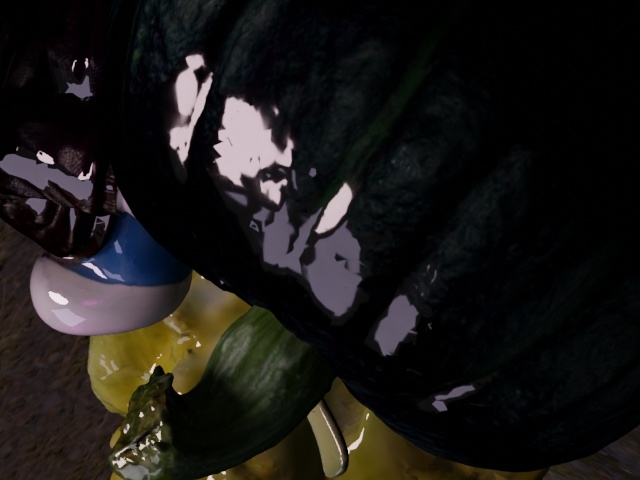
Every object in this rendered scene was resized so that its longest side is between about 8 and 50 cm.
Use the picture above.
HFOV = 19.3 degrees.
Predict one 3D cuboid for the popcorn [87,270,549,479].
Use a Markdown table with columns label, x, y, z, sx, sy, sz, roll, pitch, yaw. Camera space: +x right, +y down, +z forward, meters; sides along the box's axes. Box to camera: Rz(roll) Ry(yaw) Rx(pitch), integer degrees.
| label | x | y | z | sx | sy | sz | roll | pitch | yaw |
| --- | --- | --- | --- | --- | --- | --- | --- | --- | --- |
| popcorn | -0.006 | 0.099 | 1.112 | 0.293 | 0.293 | 0.237 | 46 | -163 | -25 |

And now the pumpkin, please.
| label | x | y | z | sx | sy | sz | roll | pitch | yaw |
| --- | --- | --- | --- | --- | --- | --- | --- | --- | --- |
| pumpkin | 0.014 | -0.006 | 0.675 | 0.248 | 0.248 | 0.248 | 38 | 168 | 10 |

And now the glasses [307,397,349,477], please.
| label | x | y | z | sx | sy | sz | roll | pitch | yaw |
| --- | --- | --- | --- | --- | --- | --- | --- | --- | --- |
| glasses | 0.030 | -0.009 | 0.866 | 0.102 | 0.207 | 0.239 | -18 | 132 | 32 |

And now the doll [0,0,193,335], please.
| label | x | y | z | sx | sy | sz | roll | pitch | yaw |
| --- | --- | --- | --- | --- | --- | --- | --- | --- | --- |
| doll | -0.202 | -0.092 | 0.815 | 0.284 | 0.310 | 0.240 | -102 | 20 | -53 |
